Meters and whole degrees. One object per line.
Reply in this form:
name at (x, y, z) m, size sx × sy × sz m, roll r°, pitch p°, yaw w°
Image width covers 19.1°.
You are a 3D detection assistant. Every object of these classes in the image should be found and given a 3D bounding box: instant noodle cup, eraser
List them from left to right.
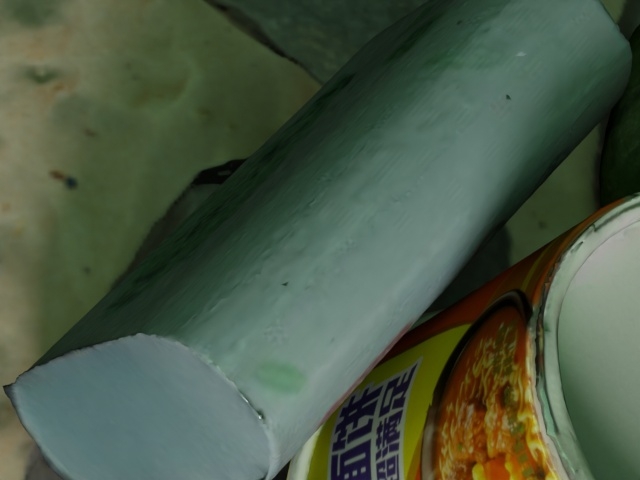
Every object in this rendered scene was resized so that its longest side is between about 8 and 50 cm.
eraser at (0.000, 0.000, 0.737) m, size 0.081 × 0.174 × 0.227 m, roll 51°, pitch 60°, yaw -13°
instant noodle cup at (0.114, 0.087, 0.682) m, size 0.213 × 0.174 × 0.213 m, roll 10°, pitch 62°, yaw -19°

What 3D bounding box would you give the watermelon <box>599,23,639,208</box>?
watermelon at (0.291, -0.049, 0.817) m, size 0.330 × 0.189 × 0.331 m, roll 7°, pitch 53°, yaw -10°
